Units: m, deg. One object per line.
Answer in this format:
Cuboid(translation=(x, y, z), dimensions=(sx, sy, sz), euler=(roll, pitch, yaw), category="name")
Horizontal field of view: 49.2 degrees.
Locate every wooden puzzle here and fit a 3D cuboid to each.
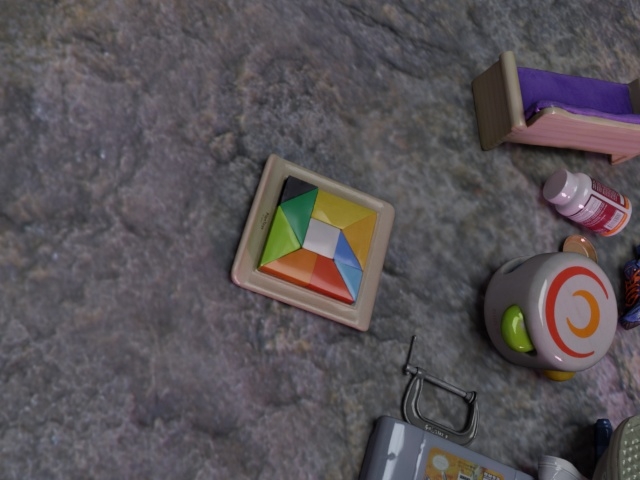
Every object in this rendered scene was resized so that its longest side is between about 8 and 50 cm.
Cuboid(translation=(0.000, 0.000, 1.072), dimensions=(0.238, 0.044, 0.221), euler=(23, 65, -18), category="wooden puzzle")

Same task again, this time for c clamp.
Cuboid(translation=(0.192, 0.246, 1.101), dimensions=(0.160, 0.022, 0.137), euler=(32, 63, -13), category="c clamp")

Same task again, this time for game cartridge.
Cuboid(translation=(0.189, 0.405, 1.035), dimensions=(0.297, 0.062, 0.198), euler=(26, 61, -17), category="game cartridge")

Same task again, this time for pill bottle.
Cuboid(translation=(0.497, -0.074, 1.309), dimensions=(0.152, 0.086, 0.086), euler=(25, 65, -17), category="pill bottle")

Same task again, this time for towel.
Cuboid(translation=(0.478, 0.364, 1.178), dimensions=(0.029, 0.067, 0.120), euler=(2, 69, 17), category="towel")

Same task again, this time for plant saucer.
Cuboid(translation=(0.482, 0.031, 1.310), dimensions=(0.083, 0.015, 0.084), euler=(8, 70, -24), category="plant saucer")

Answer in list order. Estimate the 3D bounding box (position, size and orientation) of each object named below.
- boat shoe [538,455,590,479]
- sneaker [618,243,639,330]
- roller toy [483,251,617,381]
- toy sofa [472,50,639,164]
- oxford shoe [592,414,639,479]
Cuboid(translation=(0.403, 0.406, 1.109), dimensions=(0.184, 0.066, 0.063), euler=(44, 56, -33), category="boat shoe")
Cuboid(translation=(0.608, 0.083, 1.329), dimensions=(0.087, 0.083, 0.221), euler=(38, 56, 5), category="sneaker")
Cuboid(translation=(0.377, 0.118, 1.158), dimensions=(0.209, 0.146, 0.191), euler=(29, 73, -21), category="roller toy")
Cuboid(translation=(0.481, -0.251, 1.306), dimensions=(0.362, 0.177, 0.150), euler=(2, 74, -24), category="toy sofa")
Cuboid(translation=(0.438, 0.459, 0.985), dimensions=(0.169, 0.130, 0.449), euler=(20, 50, 12), category="oxford shoe")
